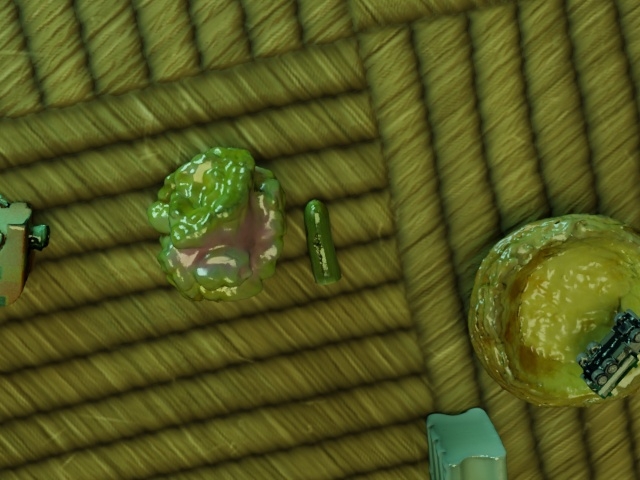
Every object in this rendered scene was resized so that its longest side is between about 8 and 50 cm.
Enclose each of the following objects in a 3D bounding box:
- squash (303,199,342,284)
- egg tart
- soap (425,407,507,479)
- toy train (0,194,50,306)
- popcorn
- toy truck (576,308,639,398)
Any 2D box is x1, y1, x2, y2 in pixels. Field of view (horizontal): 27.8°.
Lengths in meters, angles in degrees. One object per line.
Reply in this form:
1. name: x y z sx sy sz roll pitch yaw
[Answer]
1. squash: 0.000 0.000 1.259 0.027 0.027 0.083 -12 106 -1
2. egg tart: 0.244 0.065 1.268 0.213 0.090 0.212 -2 110 -5
3. soap: 0.152 0.285 1.312 0.067 0.119 0.198 -6 108 -3
4. toy train: -0.350 0.007 1.209 0.188 0.072 0.099 6 106 -6
5. popcorn: -0.093 -0.013 1.201 0.126 0.126 0.145 -2 80 -19
6. toy truck: 0.281 0.109 1.225 0.044 0.039 0.083 33 102 -34
